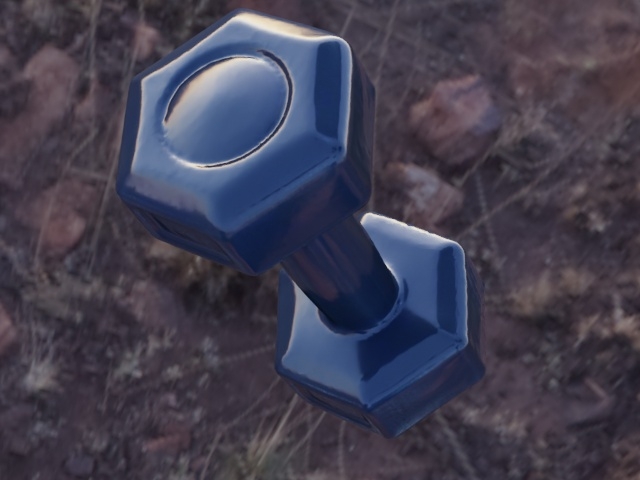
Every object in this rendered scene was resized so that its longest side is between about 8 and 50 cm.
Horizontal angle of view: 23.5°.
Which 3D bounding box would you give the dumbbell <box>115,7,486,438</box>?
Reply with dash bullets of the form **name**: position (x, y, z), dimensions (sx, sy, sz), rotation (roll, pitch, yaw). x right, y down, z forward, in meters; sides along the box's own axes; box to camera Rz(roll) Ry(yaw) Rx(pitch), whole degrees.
- **dumbbell**: position (0.000, 0.001, 0.970), dimensions (0.143, 0.316, 0.156), rotation (-9, 58, 19)
